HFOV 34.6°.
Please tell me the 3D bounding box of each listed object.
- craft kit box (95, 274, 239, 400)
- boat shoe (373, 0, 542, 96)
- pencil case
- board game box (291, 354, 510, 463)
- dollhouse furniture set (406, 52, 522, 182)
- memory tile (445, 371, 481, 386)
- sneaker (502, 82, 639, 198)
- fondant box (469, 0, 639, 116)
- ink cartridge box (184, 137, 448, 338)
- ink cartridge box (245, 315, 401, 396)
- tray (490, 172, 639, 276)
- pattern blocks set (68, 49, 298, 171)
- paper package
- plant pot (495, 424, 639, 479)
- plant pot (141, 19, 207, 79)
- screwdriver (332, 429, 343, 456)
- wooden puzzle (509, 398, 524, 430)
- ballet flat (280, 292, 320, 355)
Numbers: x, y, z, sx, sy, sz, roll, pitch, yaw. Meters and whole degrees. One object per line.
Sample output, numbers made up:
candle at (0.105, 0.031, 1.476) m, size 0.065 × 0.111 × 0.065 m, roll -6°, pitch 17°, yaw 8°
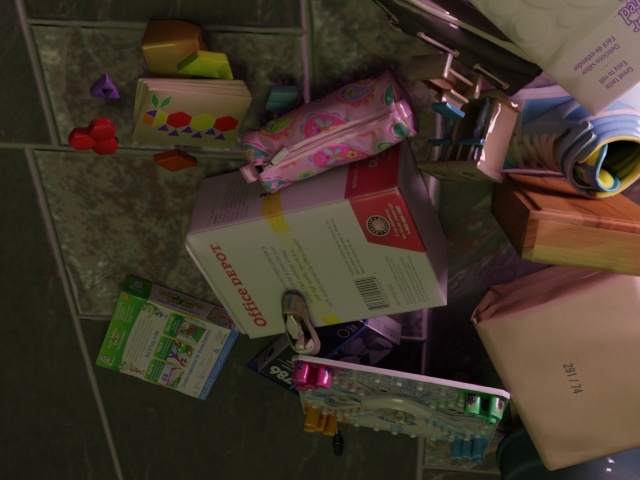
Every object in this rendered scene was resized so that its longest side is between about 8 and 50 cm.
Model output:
craft kit box at (-0.312, 0.204, 2.096) m, size 0.247 × 0.061 × 0.250 m, roll 19°, pitch 132°, yaw -11°
boat shoe at (0.178, -0.308, 1.503) m, size 0.335 × 0.112 × 0.095 m, roll 23°, pitch 127°, yaw -16°
pencil case at (0.011, -0.169, 1.630) m, size 0.284 × 0.124 × 0.124 m, roll -20°, pitch 127°, yaw 14°
board game box at (0.144, 0.333, 1.971) m, size 0.390 × 0.050 × 0.390 m, roll 9°, pitch 156°, yaw 7°
dollhouse furniture set at (0.186, -0.180, 1.545) m, size 0.184 × 0.129 × 0.129 m, roll 25°, pitch 167°, yaw -40°
memory tile at (0.277, 0.330, 2.141) m, size 0.113 × 0.012 × 0.148 m, roll 37°, pitch 127°, yaw -23°
sneaker at (0.352, -0.138, 1.564) m, size 0.319 × 0.208 × 0.127 m, roll -17°, pitch 128°, yaw 25°
fondant box at (0.354, -0.364, 1.401) m, size 0.330 × 0.096 × 0.238 m, roll 39°, pitch 127°, yaw -14°
ink cartridge box at (0.000, 0.000, 1.780) m, size 0.385 × 0.160 × 0.279 m, roll -11°, pitch 131°, yaw 19°
ink cartridge box at (-0.003, 0.234, 2.066) m, size 0.165 × 0.065 × 0.333 m, roll 30°, pitch 131°, yaw -19°
tray at (0.380, -0.032, 1.538) m, size 0.203 × 0.411 × 0.076 m, roll 8°, pitch 102°, yaw 2°
pattern blocks set at (-0.213, -0.204, 1.643) m, size 0.325 × 0.026 × 0.285 m, roll 8°, pitch 145°, yaw -28°
paper package at (0.479, 0.203, 1.818) m, size 0.310 × 0.168 × 0.324 m, roll -22°, pitch 103°, yaw 25°
plant pot at (0.504, 0.582, 2.027) m, size 0.341 × 0.334 × 0.341 m, roll 9°, pitch 138°, yaw 8°
plant pot at (-0.223, -0.297, 1.604) m, size 0.083 × 0.081 × 0.081 m, roll -7°, pitch 131°, yaw 10°
screwdriver at (0.035, 0.416, 2.253) m, size 0.024 × 0.025 × 0.170 m, roll 2°, pitch 133°, yaw 8°
wooden puzzle at (0.529, 0.296, 2.021) m, size 0.322 × 0.080 × 0.347 m, roll -4°, pitch 131°, yaw 14°
ballet flat at (-0.041, 0.161, 1.795) m, size 0.057 × 0.052 × 0.168 m, roll -5°, pitch 135°, yaw 15°
